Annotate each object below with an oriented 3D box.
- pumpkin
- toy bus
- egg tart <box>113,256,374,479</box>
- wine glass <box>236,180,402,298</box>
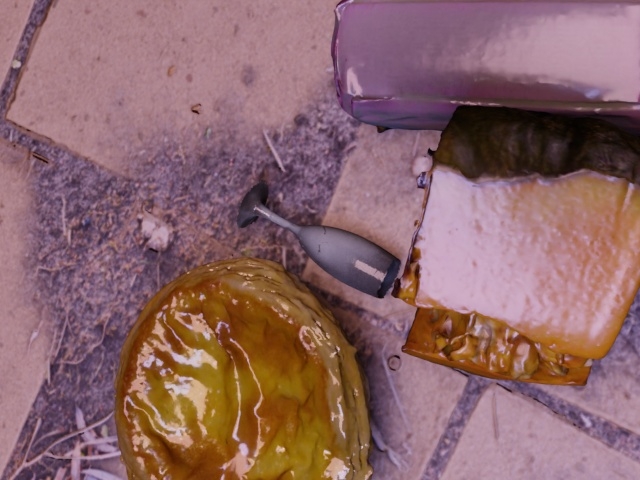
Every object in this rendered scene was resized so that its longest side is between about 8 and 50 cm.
[{"bbox_3d":[0.197,0.006,1.144,0.225,0.303,0.256,19,76,7],"label":"pumpkin"},{"bbox_3d":[0.187,-0.200,1.240,0.386,0.162,0.171,3,87,24],"label":"toy bus"},{"bbox_3d":[-0.081,0.187,1.331,0.341,0.132,0.341,-3,83,24],"label":"egg tart"},{"bbox_3d":[0.000,0.000,1.356,0.198,0.066,0.066,28,96,22],"label":"wine glass"}]
